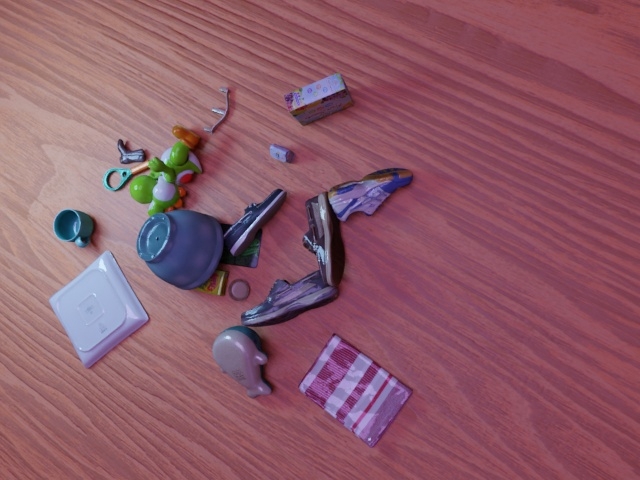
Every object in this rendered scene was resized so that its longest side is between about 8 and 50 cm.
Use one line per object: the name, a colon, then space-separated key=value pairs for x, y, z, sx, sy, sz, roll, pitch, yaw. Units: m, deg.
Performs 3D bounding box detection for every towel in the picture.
towel: x=0.111 y=0.505 z=1.593 sx=0.329 sy=0.037 sz=0.237 roll=34 pitch=93 yaw=15

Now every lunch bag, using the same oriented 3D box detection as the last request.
lunch bag: x=-0.142 y=-0.317 z=1.713 sx=0.071 sy=0.083 sz=0.053 roll=25 pitch=91 yaw=15

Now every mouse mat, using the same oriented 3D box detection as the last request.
mouse mat: x=-0.315 y=0.018 z=1.765 sx=0.190 sy=0.007 sz=0.152 roll=7 pitch=86 yaw=14

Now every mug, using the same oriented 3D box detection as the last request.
mug: x=-0.988 y=-0.044 z=1.897 sx=0.130 sy=0.097 sz=0.157 roll=-4 pitch=84 yaw=14

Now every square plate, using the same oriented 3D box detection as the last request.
square plate: x=-0.899 y=0.273 z=1.869 sx=0.347 sy=0.049 sz=0.344 roll=-38 pitch=76 yaw=9

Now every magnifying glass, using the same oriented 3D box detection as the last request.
magnifying glass: x=-0.781 y=-0.270 z=1.899 sx=0.231 sy=0.026 sz=0.092 roll=-20 pitch=81 yaw=13

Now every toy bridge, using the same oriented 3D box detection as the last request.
toy bridge: x=-0.391 y=-0.500 z=1.824 sx=0.063 sy=0.026 sz=0.188 roll=21 pitch=90 yaw=14

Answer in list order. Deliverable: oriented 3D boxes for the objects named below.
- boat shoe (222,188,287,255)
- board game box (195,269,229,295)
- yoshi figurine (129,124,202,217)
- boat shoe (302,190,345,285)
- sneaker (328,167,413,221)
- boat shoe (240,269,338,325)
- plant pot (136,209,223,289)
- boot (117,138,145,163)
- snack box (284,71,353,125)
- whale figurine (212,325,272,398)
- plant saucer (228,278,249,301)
boat shoe: x=-0.245 y=-0.082 z=1.698 sx=0.091 sy=0.114 sz=0.302 roll=42 pitch=91 yaw=11
board game box: x=-0.441 y=0.145 z=1.765 sx=0.181 sy=0.043 sz=0.092 roll=10 pitch=87 yaw=15
yoshi figurine: x=-0.605 y=-0.267 z=1.784 sx=0.203 sy=0.204 sz=0.362 roll=27 pitch=94 yaw=31
boat shoe: x=0.000 y=0.000 z=1.619 sx=0.123 sy=0.123 sz=0.341 roll=-15 pitch=69 yaw=23
sneaker: x=0.179 y=-0.158 z=1.618 sx=0.297 sy=0.112 sz=0.130 roll=-17 pitch=110 yaw=4
boat shoe: x=-0.114 y=0.202 z=1.646 sx=0.356 sy=0.132 sz=0.130 roll=-21 pitch=70 yaw=3
plant pot: x=-0.519 y=0.013 z=1.669 sx=0.293 sy=0.196 sz=0.293 roll=-12 pitch=67 yaw=30
boot: x=-0.761 y=-0.365 z=1.900 sx=0.114 sy=0.037 sz=0.106 roll=-5 pitch=97 yaw=17
snack box: x=-0.001 y=-0.490 z=1.646 sx=0.207 sy=0.174 sz=0.070 roll=-18 pitch=84 yaw=11
whale figurine: x=-0.258 y=0.423 z=1.660 sx=0.216 sy=0.141 sz=0.272 roll=-23 pitch=102 yaw=30
plant saucer: x=-0.301 y=0.183 z=1.740 sx=0.084 sy=0.015 sz=0.083 roll=-1 pitch=85 yaw=14
